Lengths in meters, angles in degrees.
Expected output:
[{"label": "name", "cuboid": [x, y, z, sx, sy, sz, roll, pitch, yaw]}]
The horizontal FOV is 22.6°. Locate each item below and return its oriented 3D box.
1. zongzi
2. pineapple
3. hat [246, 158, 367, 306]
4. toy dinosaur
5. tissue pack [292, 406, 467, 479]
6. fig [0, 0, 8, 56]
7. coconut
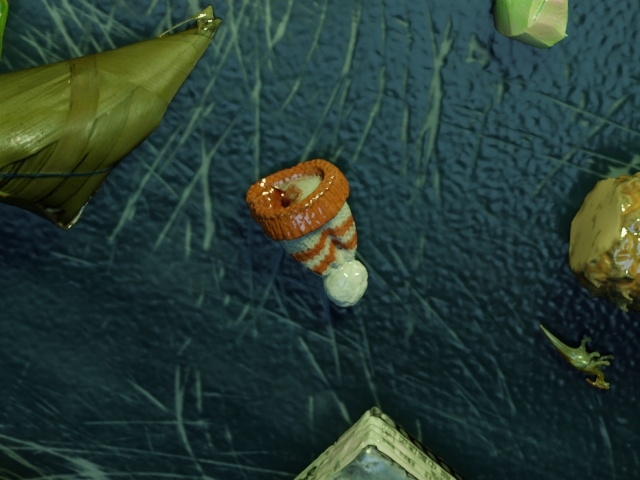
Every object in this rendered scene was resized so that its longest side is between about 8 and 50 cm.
[{"label": "zongzi", "cuboid": [-0.256, -0.151, 1.593, 0.289, 0.260, 0.123, -44, 66, 13]}, {"label": "pineapple", "cuboid": [0.413, 0.048, 1.696, 0.310, 0.141, 0.170, 23, 108, -14]}, {"label": "hat", "cuboid": [0.000, 0.000, 1.725, 0.112, 0.094, 0.162, -18, 127, 19]}, {"label": "toy dinosaur", "cuboid": [0.291, 0.126, 1.776, 0.041, 0.026, 0.113, -33, 115, 30]}, {"label": "tissue pack", "cuboid": [0.106, 0.390, 1.833, 0.361, 0.122, 0.259, 40, 110, -14]}, {"label": "fig", "cuboid": [-0.381, -0.195, 1.642, 0.123, 0.123, 0.156, 42, 99, -12]}, {"label": "coconut", "cuboid": [0.214, -0.241, 1.623, 0.081, 0.082, 0.083, 20, 154, -31]}]
